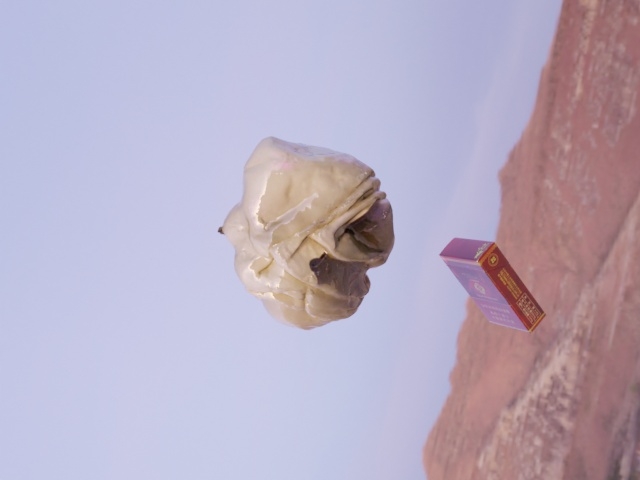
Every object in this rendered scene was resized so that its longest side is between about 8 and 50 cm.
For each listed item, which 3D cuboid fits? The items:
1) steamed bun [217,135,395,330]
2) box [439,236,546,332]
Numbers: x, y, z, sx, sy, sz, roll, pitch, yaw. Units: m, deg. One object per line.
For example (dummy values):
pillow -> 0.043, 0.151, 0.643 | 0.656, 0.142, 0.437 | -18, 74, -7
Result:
steamed bun -> 0.000, 0.000, 1.263 | 0.275, 0.206, 0.320 | -58, -28, -22
box -> 0.136, 0.035, 0.652 | 0.023, 0.051, 0.082 | -46, -68, -17
